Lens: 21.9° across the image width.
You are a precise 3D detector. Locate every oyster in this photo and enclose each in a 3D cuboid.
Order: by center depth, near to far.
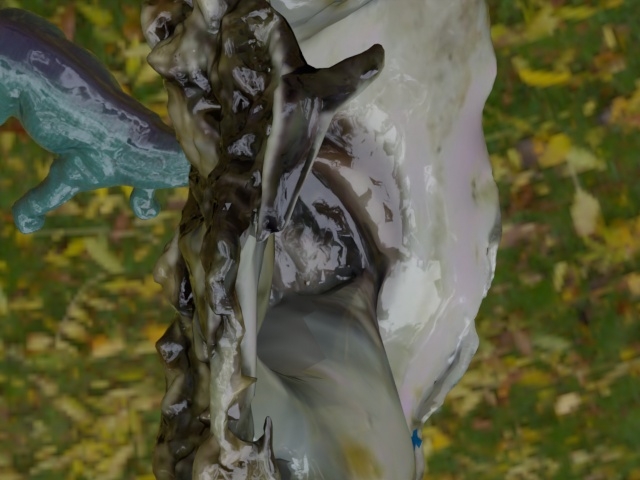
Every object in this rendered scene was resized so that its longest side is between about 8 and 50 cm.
[{"bbox_3d":[0.000,0.000,0.468,0.083,0.223,0.214,12,111,21],"label":"oyster"}]

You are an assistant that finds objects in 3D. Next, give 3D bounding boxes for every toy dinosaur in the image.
[{"bbox_3d":[-0.190,-0.134,1.271,0.383,0.129,0.331,41,150,-8],"label":"toy dinosaur"}]
